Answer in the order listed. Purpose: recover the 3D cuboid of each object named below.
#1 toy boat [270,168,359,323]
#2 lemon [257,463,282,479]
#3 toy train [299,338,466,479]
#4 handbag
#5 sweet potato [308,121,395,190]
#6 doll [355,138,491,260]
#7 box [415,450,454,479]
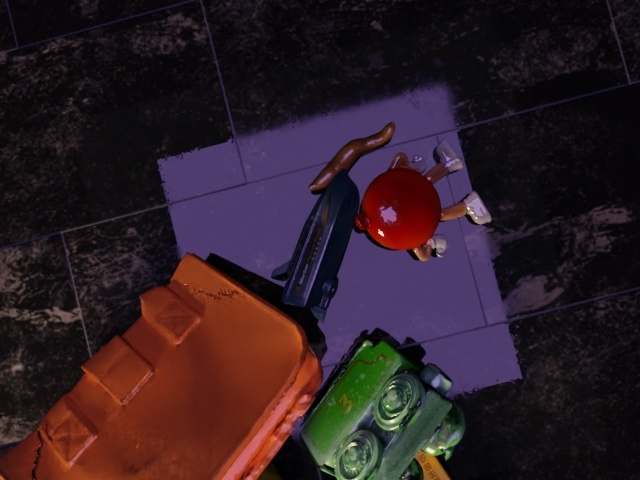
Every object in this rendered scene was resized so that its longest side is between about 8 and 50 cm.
[{"bbox_3d":[0.000,0.000,0.883,0.103,0.093,0.246,19,89,24],"label":"toy boat"},{"bbox_3d":[-0.137,0.434,0.822,0.192,0.192,0.231,47,51,3],"label":"lemon"},{"bbox_3d":[0.091,0.275,0.822,0.132,0.188,0.243,37,90,-30],"label":"toy train"},{"bbox_3d":[-0.216,0.247,0.776,0.303,0.116,0.410,29,69,29],"label":"handbag"},{"bbox_3d":[0.050,-0.141,0.910,0.179,0.044,0.044,-39,87,-6],"label":"sweet potato"},{"bbox_3d":[0.154,-0.052,0.885,0.217,0.085,0.183,-27,90,-16],"label":"doll"},{"bbox_3d":[0.110,0.442,0.880,0.237,0.070,0.152,-33,88,-1],"label":"box"}]
